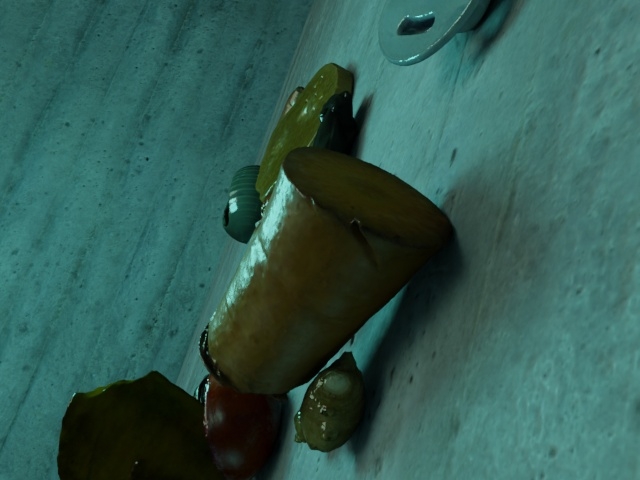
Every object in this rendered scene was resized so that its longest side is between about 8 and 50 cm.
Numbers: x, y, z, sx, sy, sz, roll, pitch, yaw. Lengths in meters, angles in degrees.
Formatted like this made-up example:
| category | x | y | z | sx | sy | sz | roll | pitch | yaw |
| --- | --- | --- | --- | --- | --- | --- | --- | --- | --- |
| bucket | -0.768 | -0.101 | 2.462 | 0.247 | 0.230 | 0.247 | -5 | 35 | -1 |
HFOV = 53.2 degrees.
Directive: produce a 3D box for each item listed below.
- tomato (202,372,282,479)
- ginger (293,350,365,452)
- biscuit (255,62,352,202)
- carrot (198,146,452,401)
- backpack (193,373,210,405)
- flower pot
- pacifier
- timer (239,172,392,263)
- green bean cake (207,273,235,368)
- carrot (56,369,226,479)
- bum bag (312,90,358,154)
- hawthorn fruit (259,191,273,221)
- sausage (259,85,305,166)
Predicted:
| category | x | y | z | sx | sy | sz | roll | pitch | yaw |
| --- | --- | --- | --- | --- | --- | --- | --- | --- | --- |
| tomato | -0.106 | 0.280 | 0.988 | 0.189 | 0.099 | 0.173 | 64 | -167 | -50 |
| ginger | 0.005 | 0.197 | 0.704 | 0.096 | 0.067 | 0.165 | -74 | 5 | -45 |
| biscuit | -0.038 | -0.259 | 1.558 | 0.365 | 0.062 | 0.385 | -45 | 25 | 35 |
| carrot | -0.003 | 0.048 | 0.688 | 0.196 | 0.196 | 0.254 | -93 | 28 | -61 |
| backpack | -0.198 | 0.310 | 1.269 | 0.120 | 0.106 | 0.165 | -75 | 4 | -49 |
| flower pot | -0.178 | -0.098 | 1.732 | 0.243 | 0.157 | 0.189 | -79 | 10 | -46 |
| pacifier | 0.116 | -0.370 | 0.778 | 0.238 | 0.226 | 0.287 | 33 | 99 | 58 |
| timer | -0.021 | -0.001 | 0.921 | 0.175 | 0.175 | 0.255 | 164 | 128 | -74 |
| green bean cake | -0.183 | 0.191 | 1.433 | 0.232 | 0.097 | 0.198 | -119 | 52 | -75 |
| carrot | -0.276 | 0.377 | 1.086 | 0.241 | 0.341 | 0.241 | -54 | 3 | 4 |
| bum bag | 0.021 | -0.161 | 1.209 | 0.142 | 0.080 | 0.326 | 117 | 165 | -58 |
| hawthorn fruit | -0.065 | -0.041 | 1.274 | 0.128 | 0.128 | 0.128 | -159 | 90 | -78 |
| sausage | -0.122 | -0.266 | 1.946 | 0.419 | 0.094 | 0.094 | -64 | 28 | 20 |
